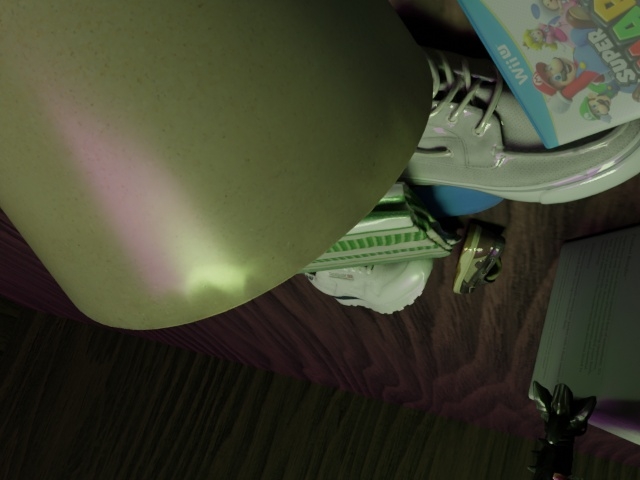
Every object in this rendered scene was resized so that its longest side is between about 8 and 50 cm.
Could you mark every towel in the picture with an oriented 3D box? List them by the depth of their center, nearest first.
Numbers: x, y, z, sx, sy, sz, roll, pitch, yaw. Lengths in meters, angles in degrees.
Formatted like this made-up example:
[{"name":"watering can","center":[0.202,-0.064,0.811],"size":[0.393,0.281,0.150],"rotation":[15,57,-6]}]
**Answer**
[{"name":"towel","center":[0.000,0.000,0.739],"size":[0.247,0.038,0.325],"rotation":[-8,173,16]}]

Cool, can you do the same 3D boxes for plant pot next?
[{"name":"plant pot","center":[-0.112,-0.138,0.379],"size":[0.256,0.257,0.274],"rotation":[3,141,38]}]

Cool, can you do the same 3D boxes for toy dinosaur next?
[{"name":"toy dinosaur","center":[0.228,0.252,0.645],"size":[0.164,0.218,0.322],"rotation":[22,161,-6]}]

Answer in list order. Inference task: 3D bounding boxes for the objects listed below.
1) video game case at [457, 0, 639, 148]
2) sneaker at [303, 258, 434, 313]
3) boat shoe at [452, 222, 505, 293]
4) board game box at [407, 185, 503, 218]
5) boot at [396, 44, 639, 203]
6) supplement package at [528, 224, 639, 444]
[{"name":"video game case","center":[0.156,-0.121,0.388],"size":[0.119,0.015,0.166],"rotation":[54,146,-13]},{"name":"sneaker","center":[0.051,0.034,0.965],"size":[0.094,0.090,0.235],"rotation":[36,155,-23]},{"name":"boat shoe","center":[0.182,0.030,0.868],"size":[0.049,0.056,0.152],"rotation":[18,163,14]},{"name":"board game box","center":[0.091,-0.048,0.735],"size":[0.168,0.033,0.133],"rotation":[-8,168,13]},{"name":"boot","center":[0.091,-0.088,0.523],"size":[0.258,0.095,0.123],"rotation":[1,163,44]},{"name":"supplement package","center":[0.362,0.088,0.671],"size":[0.175,0.178,0.293],"rotation":[25,162,-18]}]
